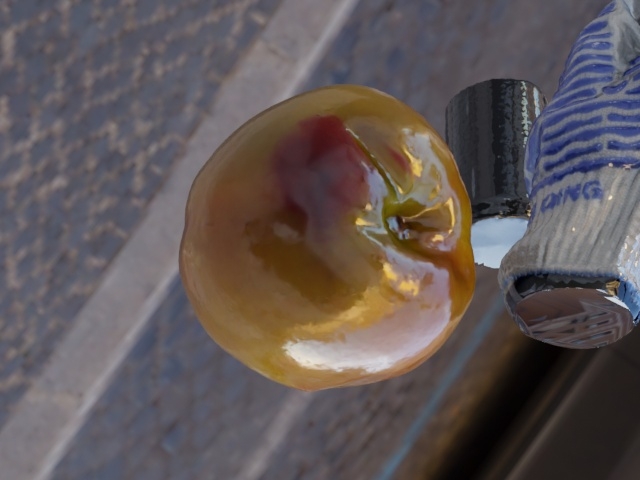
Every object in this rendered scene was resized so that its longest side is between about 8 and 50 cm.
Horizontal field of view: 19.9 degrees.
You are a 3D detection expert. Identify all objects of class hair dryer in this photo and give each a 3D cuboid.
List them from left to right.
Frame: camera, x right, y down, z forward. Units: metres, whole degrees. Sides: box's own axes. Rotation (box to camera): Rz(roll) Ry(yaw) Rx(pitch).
[{"bbox_3d":[0.063,0.002,1.216,0.070,0.114,0.248,24,137,-27],"label":"hair dryer"}]

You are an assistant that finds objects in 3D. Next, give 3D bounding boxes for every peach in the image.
[{"bbox_3d":[0.000,0.000,0.832,0.138,0.138,0.138,-39,150,-28],"label":"peach"}]

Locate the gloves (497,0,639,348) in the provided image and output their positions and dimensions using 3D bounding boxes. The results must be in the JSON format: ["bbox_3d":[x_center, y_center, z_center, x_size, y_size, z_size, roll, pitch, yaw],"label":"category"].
[{"bbox_3d":[0.153,-0.052,0.891,0.229,0.097,0.119,-55,176,-30],"label":"gloves"}]
